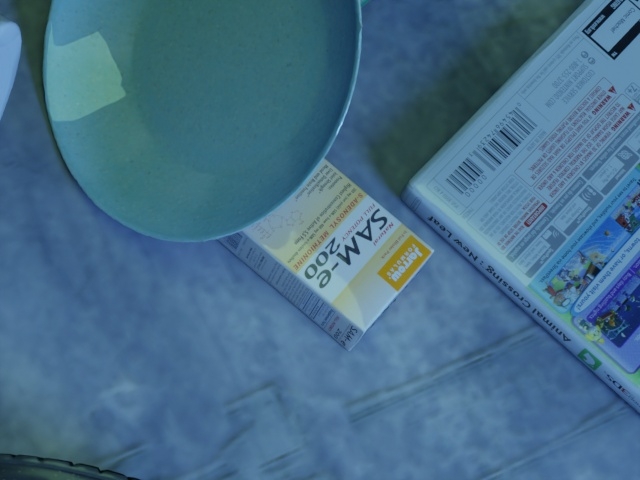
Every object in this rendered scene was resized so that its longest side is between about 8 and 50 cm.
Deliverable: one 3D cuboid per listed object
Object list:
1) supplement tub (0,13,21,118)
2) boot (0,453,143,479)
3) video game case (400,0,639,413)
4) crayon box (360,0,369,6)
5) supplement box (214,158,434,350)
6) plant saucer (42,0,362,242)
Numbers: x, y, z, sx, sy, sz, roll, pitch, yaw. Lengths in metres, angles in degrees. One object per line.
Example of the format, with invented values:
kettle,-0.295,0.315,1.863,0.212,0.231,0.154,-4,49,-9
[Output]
supplement tub,-0.324,-0.084,0.832,0.331,0.241,0.241,29,66,0
boot,-0.178,0.175,0.865,0.246,0.083,0.161,6,80,-10
video game case,0.181,-0.030,1.042,0.193,0.023,0.212,42,65,6
crayon box,0.021,-0.332,1.079,0.363,0.106,0.313,-40,82,-23
supplement box,0.000,0.000,0.982,0.098,0.036,0.062,39,67,4
plant saucer,-0.054,-0.095,0.961,0.037,0.195,0.195,5,59,-58
